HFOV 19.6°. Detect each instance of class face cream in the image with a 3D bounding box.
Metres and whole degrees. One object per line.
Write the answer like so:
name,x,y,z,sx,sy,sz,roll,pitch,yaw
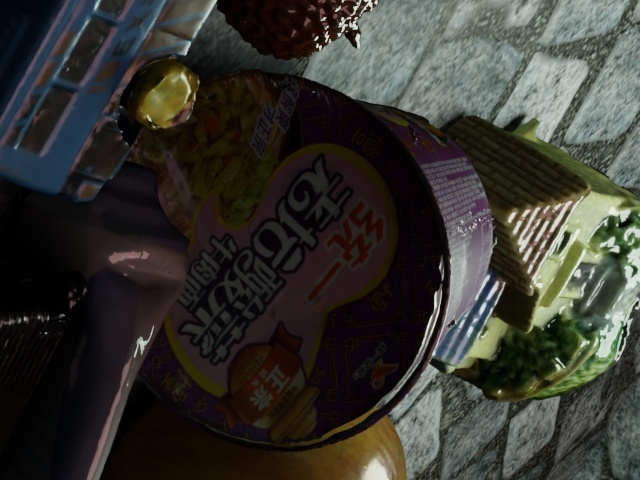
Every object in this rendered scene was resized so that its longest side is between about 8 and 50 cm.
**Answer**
face cream,-0.227,0.132,1.545,0.137,0.235,0.420,15,96,-38

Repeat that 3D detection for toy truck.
toy truck,-0.142,-0.220,1.317,0.162,0.161,0.385,14,113,-53

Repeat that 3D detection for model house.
model house,0.210,0.032,2.126,0.266,0.261,0.321,12,109,-60

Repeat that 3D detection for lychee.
lychee,-0.013,-0.226,1.510,0.197,0.165,0.165,37,91,-33

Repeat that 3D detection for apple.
apple,-0.086,0.323,1.902,0.400,0.334,0.400,6,90,-78

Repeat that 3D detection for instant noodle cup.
instant noodle cup,0.000,0.000,1.698,0.339,0.340,0.266,-61,165,19

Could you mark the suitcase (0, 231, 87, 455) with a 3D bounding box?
suitcase,-0.358,0.133,1.432,0.230,0.152,0.335,-7,132,-55
